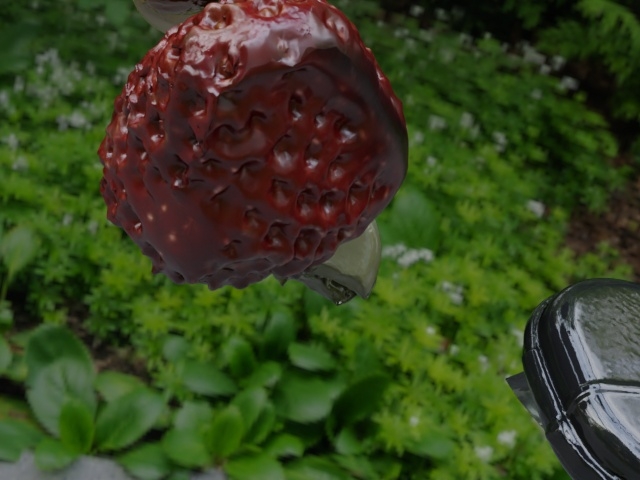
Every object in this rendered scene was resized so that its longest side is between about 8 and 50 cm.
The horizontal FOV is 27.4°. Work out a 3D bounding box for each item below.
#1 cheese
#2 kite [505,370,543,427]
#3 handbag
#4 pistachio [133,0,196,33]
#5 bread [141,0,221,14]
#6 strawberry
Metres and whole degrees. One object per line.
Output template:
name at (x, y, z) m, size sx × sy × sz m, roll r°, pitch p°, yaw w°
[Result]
cheese at (0.000, 0.000, 1.838) m, size 0.202 × 0.175 × 0.091 m, roll 41°, pitch -18°, yaw -9°
kite at (0.387, 0.255, 1.846) m, size 0.169 × 0.310 × 0.015 m, roll -21°, pitch 41°, yaw 15°
handbag at (0.327, 0.161, 1.326) m, size 0.254 × 0.093 × 0.308 m, roll 12°, pitch 39°, yaw -22°
pistachio at (-0.123, -0.316, 1.623) m, size 0.187 × 0.187 × 0.299 m, roll 24°, pitch 7°, yaw 14°
bread at (-0.104, -0.304, 1.358) m, size 0.190 × 0.114 × 0.132 m, roll -18°, pitch -8°, yaw 25°
strawberry at (-0.071, -0.125, 1.273) m, size 0.317 × 0.345 × 0.295 m, roll -8°, pitch 61°, yaw -3°
